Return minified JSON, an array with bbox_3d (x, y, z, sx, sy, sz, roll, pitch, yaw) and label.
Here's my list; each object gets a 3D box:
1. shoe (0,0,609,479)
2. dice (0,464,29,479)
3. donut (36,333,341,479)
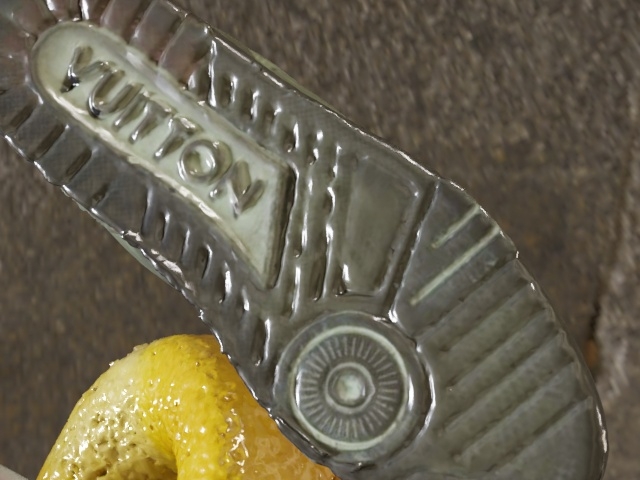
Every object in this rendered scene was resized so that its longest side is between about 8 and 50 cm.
[{"bbox_3d":[-0.002,0.002,0.756,0.293,0.149,0.109,41,94,11],"label":"shoe"},{"bbox_3d":[-0.205,0.291,0.915,0.304,0.277,0.304,38,100,-12],"label":"dice"},{"bbox_3d":[-0.094,0.188,1.189,0.110,0.303,0.303,26,115,-31],"label":"donut"}]
